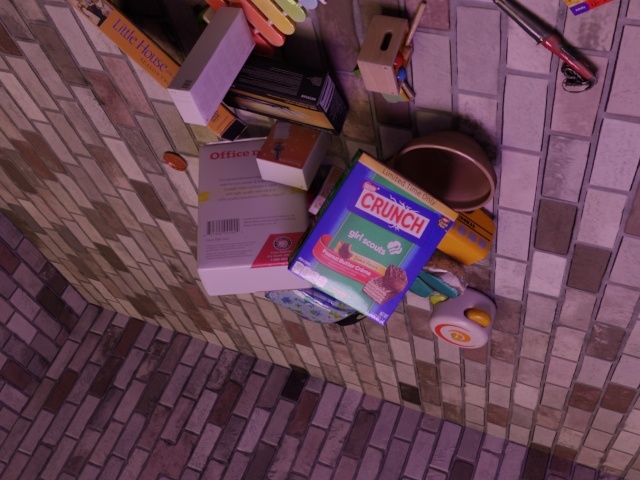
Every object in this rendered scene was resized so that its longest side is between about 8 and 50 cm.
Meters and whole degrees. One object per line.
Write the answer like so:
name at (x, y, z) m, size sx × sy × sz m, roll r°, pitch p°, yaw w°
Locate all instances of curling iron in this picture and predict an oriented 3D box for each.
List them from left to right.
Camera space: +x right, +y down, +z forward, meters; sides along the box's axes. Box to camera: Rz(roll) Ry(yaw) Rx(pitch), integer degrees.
curling iron at (0.409, -0.362, 1.315) m, size 0.274 × 0.035 × 0.068 m, roll 35°, pitch 151°, yaw -20°

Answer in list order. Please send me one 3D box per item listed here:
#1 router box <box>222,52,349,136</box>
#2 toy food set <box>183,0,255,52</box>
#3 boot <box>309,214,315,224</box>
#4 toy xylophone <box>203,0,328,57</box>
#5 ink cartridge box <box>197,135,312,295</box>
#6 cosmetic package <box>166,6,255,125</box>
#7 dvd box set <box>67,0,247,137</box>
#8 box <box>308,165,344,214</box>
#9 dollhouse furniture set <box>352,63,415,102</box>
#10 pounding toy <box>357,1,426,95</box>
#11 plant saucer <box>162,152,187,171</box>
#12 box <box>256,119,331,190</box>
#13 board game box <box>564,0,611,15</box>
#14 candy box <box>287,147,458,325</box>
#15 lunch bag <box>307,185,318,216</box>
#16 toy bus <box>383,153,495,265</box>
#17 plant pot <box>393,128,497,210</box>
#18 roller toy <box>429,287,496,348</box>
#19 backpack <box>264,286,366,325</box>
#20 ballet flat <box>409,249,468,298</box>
router box at (-0.108, -0.343, 1.633) m, size 0.309 × 0.081 × 0.243 m, roll 17°, pitch 177°, yaw 15°
toy food set at (-0.220, -0.482, 1.620) m, size 0.132 × 0.038 × 0.192 m, roll -9°, pitch 138°, yaw 48°
boot at (-0.001, 0.001, 2.019) m, size 0.076 × 0.208 × 0.190 m, roll -14°, pitch 116°, yaw 45°
toy xylophone at (-0.128, -0.510, 1.446) m, size 0.236 × 0.081 × 0.322 m, roll 37°, pitch 151°, yaw -21°
ink cartridge box at (-0.169, -0.068, 1.867) m, size 0.279 × 0.385 × 0.160 m, roll -5°, pitch 151°, yaw 2°
cosmetic package at (-0.217, -0.354, 1.443) m, size 0.060 × 0.239 × 0.099 m, roll 11°, pitch 150°, yaw 24°
dvd box set at (-0.350, -0.389, 1.620) m, size 0.420 × 0.062 × 0.307 m, roll 42°, pitch -177°, yaw -4°
box at (0.086, -0.098, 1.971) m, size 0.203 × 0.114 × 0.103 m, roll 28°, pitch 153°, yaw -4°
dollhouse furniture set at (0.138, -0.339, 1.557) m, size 0.076 × 0.058 × 0.152 m, roll -3°, pitch 142°, yaw 43°
pounding toy at (0.148, -0.383, 1.415) m, size 0.100 × 0.141 × 0.130 m, roll 15°, pitch 166°, yaw 18°
plant saucer at (-0.460, -0.251, 2.264) m, size 0.083 × 0.013 × 0.083 m, roll 19°, pitch 152°, yaw 11°
box at (-0.064, -0.230, 1.797) m, size 0.130 × 0.170 × 0.091 m, roll 15°, pitch 152°, yaw 17°
board game box at (0.418, -0.460, 1.119) m, size 0.193 × 0.045 × 0.147 m, roll 40°, pitch 150°, yaw -27°
candy box at (0.117, -0.009, 1.643) m, size 0.268 × 0.317 × 0.122 m, roll 31°, pitch -171°, yaw -11°
lunch bag at (-0.112, -0.026, 2.098) m, size 0.120 × 0.258 × 0.293 m, roll 32°, pitch 157°, yaw 16°
toy bus at (0.283, -0.078, 1.824) m, size 0.332 × 0.130 × 0.108 m, roll 32°, pitch 152°, yaw -13°
plant pot at (0.298, -0.180, 1.652) m, size 0.237 × 0.110 × 0.237 m, roll 19°, pitch 153°, yaw 10°
roller toy at (0.450, 0.249, 2.254) m, size 0.209 × 0.146 × 0.191 m, roll 8°, pitch 149°, yaw 30°
backpack at (-0.016, 0.148, 2.392) m, size 0.355 × 0.273 × 0.290 m, roll 45°, pitch 156°, yaw -11°
ballet flat at (0.324, 0.078, 1.990) m, size 0.147 × 0.147 × 0.409 m, roll 27°, pitch 172°, yaw -5°
